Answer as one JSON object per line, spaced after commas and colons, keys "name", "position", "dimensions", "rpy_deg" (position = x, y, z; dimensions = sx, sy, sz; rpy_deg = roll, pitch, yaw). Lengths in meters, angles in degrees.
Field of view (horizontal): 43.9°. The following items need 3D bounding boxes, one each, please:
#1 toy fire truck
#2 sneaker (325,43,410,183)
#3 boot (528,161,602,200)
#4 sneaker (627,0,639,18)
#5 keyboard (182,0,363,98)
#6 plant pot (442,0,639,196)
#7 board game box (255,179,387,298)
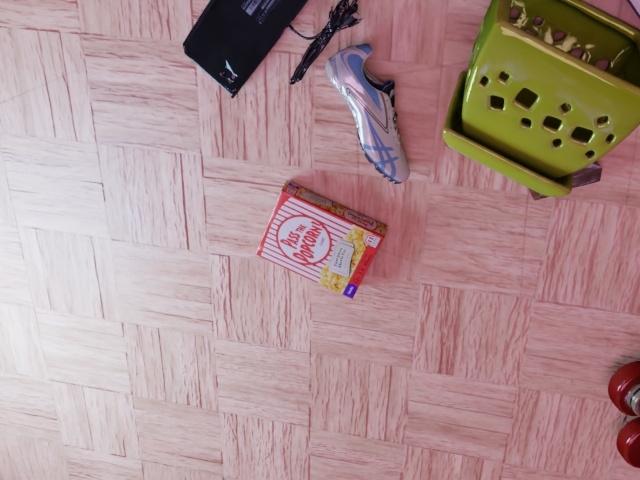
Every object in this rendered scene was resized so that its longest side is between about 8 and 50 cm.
{"name": "toy fire truck", "position": [0.653, 0.309, 1.352], "dimensions": [0.253, 0.169, 0.302], "rpy_deg": [-19, 117, -2]}
{"name": "sneaker", "position": [0.091, -0.192, 1.234], "dimensions": [0.086, 0.085, 0.237], "rpy_deg": [-21, 116, 17]}
{"name": "boot", "position": [0.369, -0.118, 1.226], "dimensions": [0.114, 0.037, 0.106], "rpy_deg": [-18, 127, 28]}
{"name": "sneaker", "position": [0.474, -0.354, 1.020], "dimensions": [0.226, 0.086, 0.163], "rpy_deg": [44, 127, -15]}
{"name": "keyboard", "position": [-0.061, -0.344, 1.214], "dimensions": [0.201, 0.033, 0.317], "rpy_deg": [42, 123, -4]}
{"name": "plant pot", "position": [0.298, -0.205, 1.089], "dimensions": [0.228, 0.227, 0.207], "rpy_deg": [27, 129, -2]}
{"name": "board game box", "position": [0.000, 0.000, 1.394], "dimensions": [0.193, 0.045, 0.147], "rpy_deg": [24, 123, 0]}
